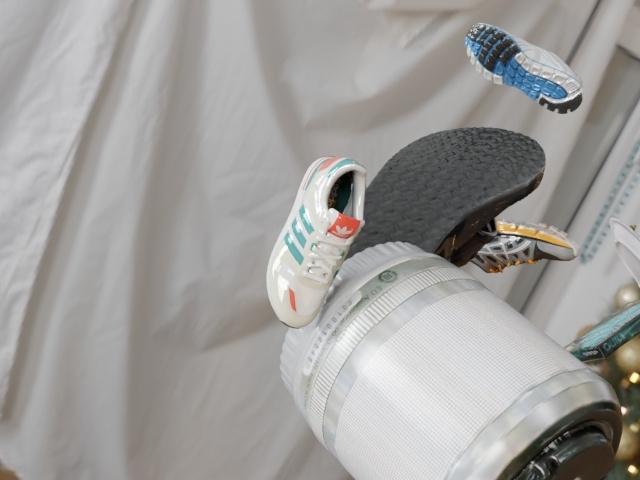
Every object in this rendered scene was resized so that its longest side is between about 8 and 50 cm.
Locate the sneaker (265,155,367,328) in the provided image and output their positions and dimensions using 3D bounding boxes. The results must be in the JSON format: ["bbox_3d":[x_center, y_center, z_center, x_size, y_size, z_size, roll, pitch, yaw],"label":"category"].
[{"bbox_3d":[0.000,0.000,0.882,0.057,0.161,0.075,21,-7,-21],"label":"sneaker"}]

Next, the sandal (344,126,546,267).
[{"bbox_3d":[0.121,-0.016,1.213,0.167,0.107,0.446,27,44,28],"label":"sandal"}]

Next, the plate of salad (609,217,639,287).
[{"bbox_3d":[0.471,0.045,1.389,0.200,0.048,0.200,54,4,-6],"label":"plate of salad"}]

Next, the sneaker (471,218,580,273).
[{"bbox_3d":[0.265,0.010,1.444,0.215,0.083,0.084,8,6,26],"label":"sneaker"}]

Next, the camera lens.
[{"bbox_3d":[0.119,0.155,0.930,0.219,0.219,0.274,15,20,-50],"label":"camera lens"}]

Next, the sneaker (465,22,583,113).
[{"bbox_3d":[0.295,-0.254,1.441,0.190,0.071,0.083,34,38,3],"label":"sneaker"}]

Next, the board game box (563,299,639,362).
[{"bbox_3d":[0.482,0.144,1.632,0.026,0.186,0.126,61,-25,1],"label":"board game box"}]
